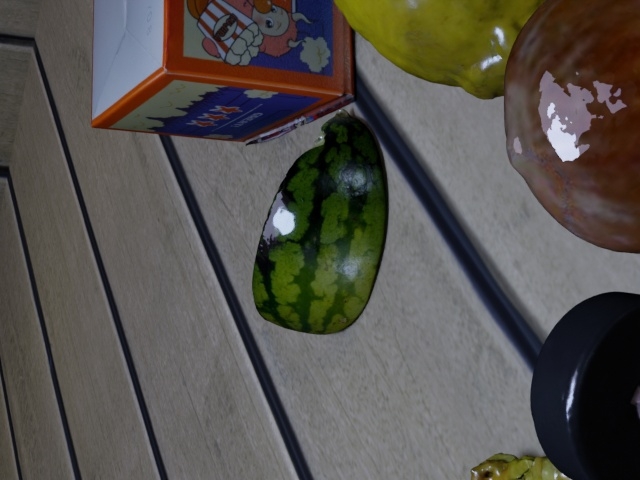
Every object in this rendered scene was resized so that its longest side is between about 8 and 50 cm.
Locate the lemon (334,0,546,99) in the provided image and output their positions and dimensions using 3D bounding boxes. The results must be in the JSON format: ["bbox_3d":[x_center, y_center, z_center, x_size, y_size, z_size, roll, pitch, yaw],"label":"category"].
[{"bbox_3d":[0.119,-0.278,0.901,0.285,0.285,0.316,-11,59,62],"label":"lemon"}]

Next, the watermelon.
[{"bbox_3d":[-0.020,0.003,1.291,0.159,0.128,0.303,47,129,54],"label":"watermelon"}]

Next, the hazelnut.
[{"bbox_3d":[0.230,-0.093,0.752,0.176,0.214,0.214,80,-177,-74],"label":"hazelnut"}]

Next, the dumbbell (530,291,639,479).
[{"bbox_3d":[0.265,0.120,0.718,0.218,0.152,0.152,11,98,63],"label":"dumbbell"}]

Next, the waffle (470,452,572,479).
[{"bbox_3d":[0.195,0.335,0.927,0.325,0.068,0.302,-56,41,42],"label":"waffle"}]

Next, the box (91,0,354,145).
[{"bbox_3d":[-0.139,-0.332,1.409,0.318,0.257,0.348,-16,73,60],"label":"box"}]
